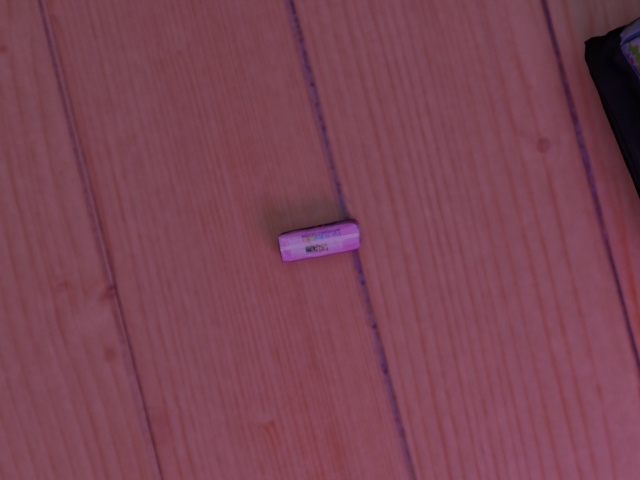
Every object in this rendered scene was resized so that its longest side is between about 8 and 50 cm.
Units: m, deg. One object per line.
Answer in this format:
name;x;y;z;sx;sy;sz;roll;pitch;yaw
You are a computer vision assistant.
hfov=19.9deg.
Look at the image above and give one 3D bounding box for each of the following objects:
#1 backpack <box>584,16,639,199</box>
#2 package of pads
backpack;0.447;-0.139;1.677;0.356;0.273;0.290;-21;79;10
package of pads;0.000;0.000;1.834;0.083;0.050;0.032;-11;92;4
